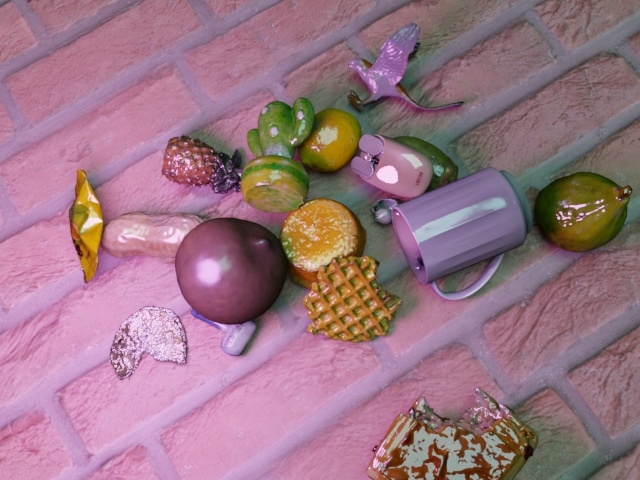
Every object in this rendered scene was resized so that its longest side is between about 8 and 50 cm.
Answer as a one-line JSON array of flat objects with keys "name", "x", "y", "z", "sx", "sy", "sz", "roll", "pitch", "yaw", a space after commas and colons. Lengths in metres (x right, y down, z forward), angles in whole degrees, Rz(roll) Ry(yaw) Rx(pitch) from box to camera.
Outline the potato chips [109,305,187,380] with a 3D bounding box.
[{"name": "potato chips", "x": -0.483, "y": 0.289, "z": 1.906, "sx": 0.219, "sy": 0.029, "sz": 0.202, "roll": -27, "pitch": 75, "yaw": -10}]

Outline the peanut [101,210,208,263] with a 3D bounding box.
[{"name": "peanut", "x": -0.468, "y": -0.012, "z": 1.934, "sx": 0.313, "sy": 0.149, "sz": 0.149, "roll": 4, "pitch": 74, "yaw": 2}]

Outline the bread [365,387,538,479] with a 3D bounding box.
[{"name": "bread", "x": 0.327, "y": 0.543, "z": 1.746, "sx": 0.314, "sy": 0.191, "sz": 0.370, "roll": 38, "pitch": 73, "yaw": 15}]

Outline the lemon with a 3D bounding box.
[{"name": "lemon", "x": 0.026, "y": -0.290, "z": 1.992, "sx": 0.170, "sy": 0.170, "sz": 0.207, "roll": 35, "pitch": 81, "yaw": 9}]

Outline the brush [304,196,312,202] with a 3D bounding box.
[{"name": "brush", "x": -0.030, "y": -0.119, "z": 2.020, "sx": 0.083, "sy": 0.016, "sz": 0.013, "roll": 5, "pitch": 63, "yaw": 2}]

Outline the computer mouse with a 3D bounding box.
[{"name": "computer mouse", "x": 0.202, "y": -0.209, "z": 1.928, "sx": 0.236, "sy": 0.082, "sz": 0.145, "roll": 28, "pitch": 108, "yaw": 21}]

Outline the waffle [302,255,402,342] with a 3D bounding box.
[{"name": "waffle", "x": 0.091, "y": 0.161, "z": 1.855, "sx": 0.291, "sy": 0.051, "sz": 0.291, "roll": -4, "pitch": 113, "yaw": -8}]

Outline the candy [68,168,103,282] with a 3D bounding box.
[{"name": "candy", "x": -0.659, "y": -0.042, "z": 1.927, "sx": 0.081, "sy": 0.187, "sz": 0.297, "roll": -7, "pitch": 76, "yaw": -30}]

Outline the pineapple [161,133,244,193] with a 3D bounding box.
[{"name": "pineapple", "x": -0.297, "y": -0.212, "z": 1.993, "sx": 0.309, "sy": 0.141, "sz": 0.170, "roll": 15, "pitch": 50, "yaw": -8}]

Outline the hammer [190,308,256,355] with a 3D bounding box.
[{"name": "hammer", "x": -0.280, "y": 0.236, "z": 1.903, "sx": 0.193, "sy": 0.069, "sz": 0.116, "roll": 25, "pitch": 76, "yaw": 16}]

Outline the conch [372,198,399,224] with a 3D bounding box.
[{"name": "conch", "x": 0.187, "y": -0.081, "z": 1.989, "sx": 0.085, "sy": 0.057, "sz": 0.076, "roll": -24, "pitch": 54, "yaw": -26}]

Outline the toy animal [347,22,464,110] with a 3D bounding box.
[{"name": "toy animal", "x": 0.235, "y": -0.466, "z": 2.085, "sx": 0.302, "sy": 0.225, "sz": 0.284, "roll": -29, "pitch": 97, "yaw": 6}]

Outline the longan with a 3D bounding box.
[{"name": "longan", "x": -0.235, "y": 0.078, "z": 1.817, "sx": 0.297, "sy": 0.297, "sz": 0.297, "roll": 0, "pitch": 74, "yaw": 0}]

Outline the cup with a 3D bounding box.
[{"name": "cup", "x": 0.403, "y": -0.008, "z": 1.892, "sx": 0.326, "sy": 0.237, "sz": 0.323, "roll": -22, "pitch": 105, "yaw": -6}]

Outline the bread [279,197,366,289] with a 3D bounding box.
[{"name": "bread", "x": 0.000, "y": 0.000, "z": 1.922, "sx": 0.268, "sy": 0.146, "sz": 0.269, "roll": -1, "pitch": 71, "yaw": 2}]

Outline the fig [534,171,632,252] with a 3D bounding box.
[{"name": "fig", "x": 0.718, "y": -0.071, "z": 1.866, "sx": 0.233, "sy": 0.314, "sz": 0.233, "roll": 1, "pitch": 102, "yaw": 4}]

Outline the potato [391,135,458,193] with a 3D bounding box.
[{"name": "potato", "x": 0.283, "y": -0.220, "z": 1.999, "sx": 0.251, "sy": 0.113, "sz": 0.149, "roll": 24, "pitch": 89, "yaw": 20}]

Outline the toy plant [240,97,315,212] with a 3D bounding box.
[{"name": "toy plant", "x": -0.120, "y": -0.247, "z": 1.903, "sx": 0.224, "sy": 0.184, "sz": 0.316, "roll": -13, "pitch": 59, "yaw": 33}]
